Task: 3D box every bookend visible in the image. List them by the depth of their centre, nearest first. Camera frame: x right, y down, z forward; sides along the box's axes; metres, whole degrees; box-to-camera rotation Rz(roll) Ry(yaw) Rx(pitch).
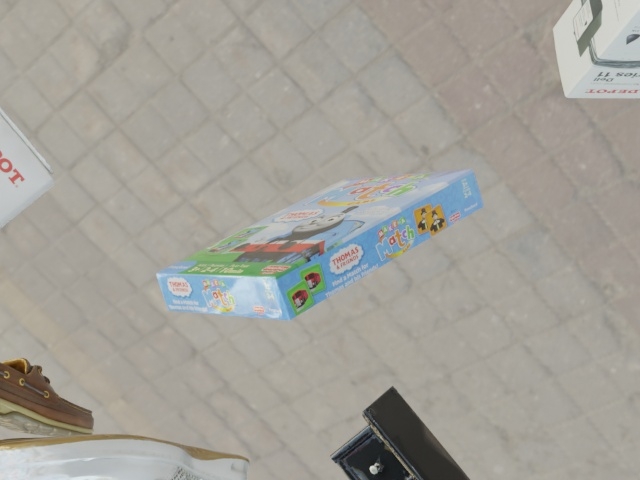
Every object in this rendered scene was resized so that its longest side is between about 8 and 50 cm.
[{"bbox_3d":[0.060,0.261,1.151,0.156,0.072,0.157,-43,82,28],"label":"bookend"}]

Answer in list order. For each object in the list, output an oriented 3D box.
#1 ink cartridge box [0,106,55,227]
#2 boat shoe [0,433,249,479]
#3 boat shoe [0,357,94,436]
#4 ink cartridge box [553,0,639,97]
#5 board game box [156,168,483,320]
[{"bbox_3d":[-0.432,-0.047,1.095,0.201,0.278,0.117,52,164,-12],"label":"ink cartridge box"},{"bbox_3d":[-0.139,0.194,0.819,0.098,0.096,0.277,-5,163,30],"label":"boat shoe"},{"bbox_3d":[-0.259,0.133,0.980,0.064,0.060,0.178,-4,158,33],"label":"boat shoe"},{"bbox_3d":[0.329,-0.213,1.067,0.153,0.087,0.208,-1,163,-8],"label":"ink cartridge box"},{"bbox_3d":[0.000,0.000,0.887,0.160,0.211,0.039,-1,111,51],"label":"board game box"}]
